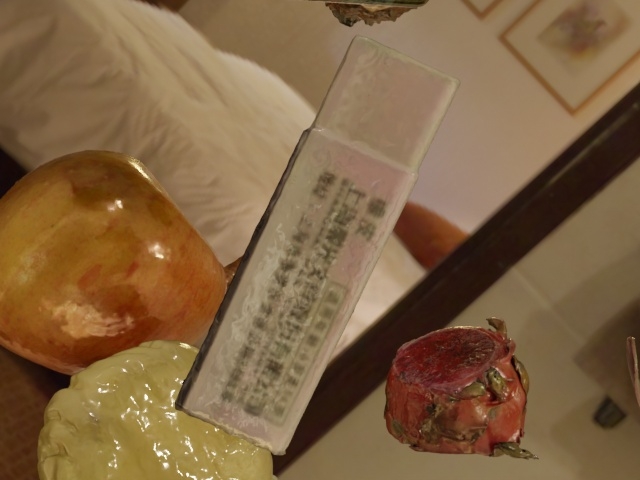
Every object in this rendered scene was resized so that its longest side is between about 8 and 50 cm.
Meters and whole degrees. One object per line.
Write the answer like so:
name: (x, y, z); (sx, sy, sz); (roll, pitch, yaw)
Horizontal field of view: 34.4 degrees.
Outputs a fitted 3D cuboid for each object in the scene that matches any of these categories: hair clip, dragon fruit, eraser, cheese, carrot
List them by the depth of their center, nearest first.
eraser: (0.000, 0.000, 0.744); (0.086, 0.287, 0.130); (26, 8, 1)
cheese: (-0.159, 0.216, 1.007); (0.214, 0.117, 0.226); (-25, 81, -43)
hair clip: (0.332, 0.156, 1.047); (0.137, 0.022, 0.054); (55, 22, -30)
dragon fruit: (0.201, 0.203, 1.454); (0.282, 0.211, 0.147); (17, -63, 59)
carrot: (-0.115, 0.037, 1.590); (0.035, 0.035, 0.165); (48, 50, 6)

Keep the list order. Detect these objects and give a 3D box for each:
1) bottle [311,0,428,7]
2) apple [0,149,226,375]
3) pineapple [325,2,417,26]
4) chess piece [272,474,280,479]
bottle: (-0.056, -0.222, 0.769); (0.286, 0.082, 0.082); (0, 29, -14)
apple: (-0.278, 0.041, 1.286); (0.299, 0.275, 0.299); (44, -6, 6)
pineapple: (0.040, -0.345, 1.301); (0.170, 0.141, 0.310); (19, 7, -11)
chess piece: (-0.183, 0.244, 1.175); (0.251, 0.144, 0.144); (41, 11, 11)
